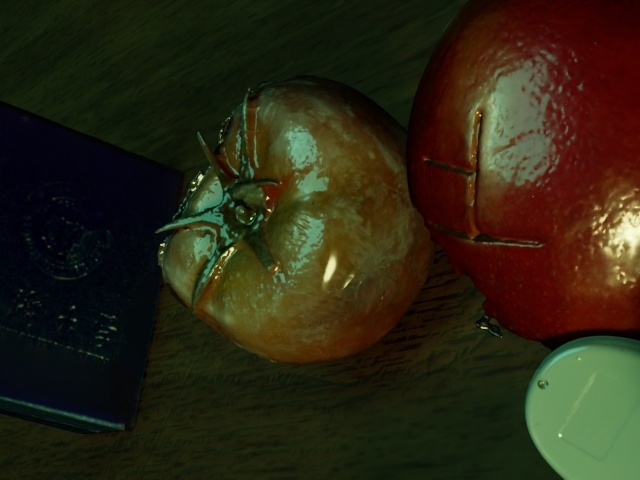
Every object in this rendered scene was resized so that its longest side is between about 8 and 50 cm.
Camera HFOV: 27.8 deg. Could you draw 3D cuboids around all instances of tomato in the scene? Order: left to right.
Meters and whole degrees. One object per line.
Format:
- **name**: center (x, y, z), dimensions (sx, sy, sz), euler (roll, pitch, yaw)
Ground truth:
- **tomato**: center (0.000, 0.000, 0.944), dimensions (0.155, 0.180, 0.214), euler (40, 111, 49)

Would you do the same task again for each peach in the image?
- **peach**: center (0.145, -0.036, 0.735), dimensions (0.196, 0.190, 0.226), euler (-7, 91, 12)

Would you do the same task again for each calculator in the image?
- **calculator**: center (0.179, 0.107, 0.668), dimensions (0.095, 0.153, 0.021), euler (-64, -12, 20)

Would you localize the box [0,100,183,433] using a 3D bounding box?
- **box**: center (-0.291, 0.027, 1.268), dimensions (0.116, 0.261, 0.279), euler (-11, 64, 51)
